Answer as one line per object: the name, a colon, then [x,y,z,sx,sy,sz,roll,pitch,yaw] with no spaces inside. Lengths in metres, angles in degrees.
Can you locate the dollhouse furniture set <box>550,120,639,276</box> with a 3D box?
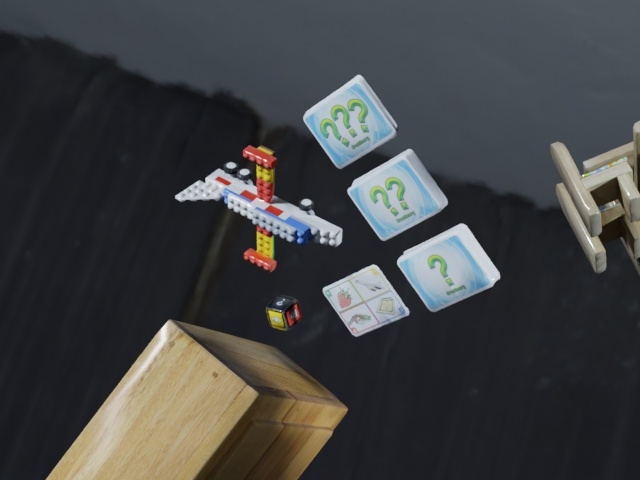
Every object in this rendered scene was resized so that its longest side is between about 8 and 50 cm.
dollhouse furniture set: [0.328,-0.074,1.401,0.212,0.161,0.242,-22,150,1]

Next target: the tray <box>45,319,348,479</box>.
tray: [-0.153,0.239,0.865,0.076,0.411,0.203,39,-177,17]

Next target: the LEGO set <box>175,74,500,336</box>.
LEGO set: [0.000,0.000,1.130,0.182,0.060,0.244,55,142,-6]
